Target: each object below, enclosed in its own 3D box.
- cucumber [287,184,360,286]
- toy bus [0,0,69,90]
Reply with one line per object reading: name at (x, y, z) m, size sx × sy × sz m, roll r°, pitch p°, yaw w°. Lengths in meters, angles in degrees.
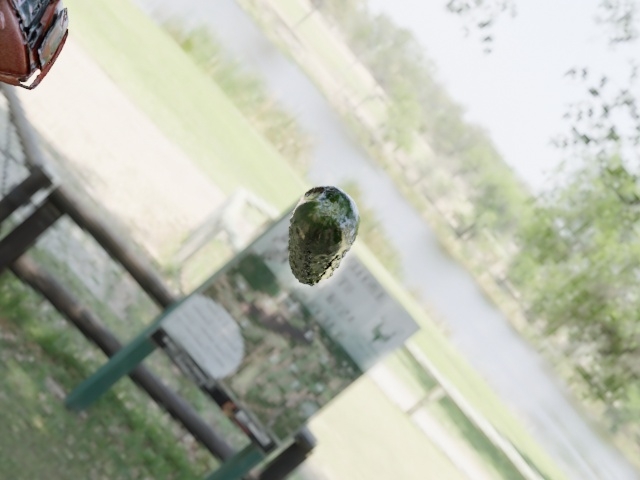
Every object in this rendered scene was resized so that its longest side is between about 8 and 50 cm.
cucumber at (0.000, 0.000, 1.210) m, size 0.069 × 0.069 × 0.227 m, roll 52°, pitch -15°, yaw 11°
toy bus at (-0.272, -0.161, 0.753) m, size 0.234 × 0.074 × 0.096 m, roll 13°, pitch -34°, yaw 6°
